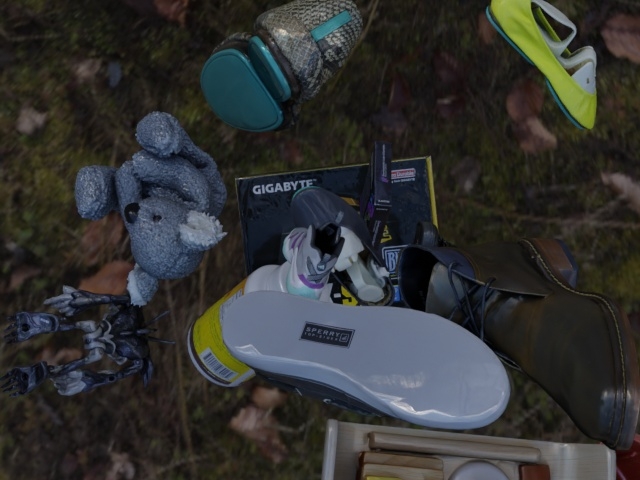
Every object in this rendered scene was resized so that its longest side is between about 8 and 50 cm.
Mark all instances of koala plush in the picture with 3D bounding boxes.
[{"bbox_3d":[-0.217,-0.027,1.622,0.196,0.221,0.203,-38,129,17],"label":"koala plush"}]

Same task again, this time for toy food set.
[{"bbox_3d":[0.134,0.287,1.052,0.306,0.092,0.220,9,78,-22],"label":"toy food set"}]

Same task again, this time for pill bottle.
[{"bbox_3d":[-0.084,0.111,1.574,0.117,0.117,0.215,41,132,-13],"label":"pill bottle"}]

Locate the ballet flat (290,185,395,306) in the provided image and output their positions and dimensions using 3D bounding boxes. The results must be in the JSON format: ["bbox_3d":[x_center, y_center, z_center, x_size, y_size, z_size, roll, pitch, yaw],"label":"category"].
[{"bbox_3d":[0.033,0.018,1.305,0.074,0.074,0.203,-21,137,16],"label":"ballet flat"}]

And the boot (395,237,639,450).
[{"bbox_3d":[0.108,0.056,0.665,0.106,0.219,0.082,4,108,-6],"label":"boot"}]

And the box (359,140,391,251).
[{"bbox_3d":[0.082,-0.055,1.712,0.029,0.116,0.162,4,148,-4],"label":"box"}]

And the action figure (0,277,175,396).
[{"bbox_3d":[-0.334,0.140,1.617,0.141,0.275,0.164,-6,88,31],"label":"action figure"}]

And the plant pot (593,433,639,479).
[{"bbox_3d":[0.331,0.419,1.588,0.265,0.272,0.272,-19,115,43],"label":"plant pot"}]

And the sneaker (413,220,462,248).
[{"bbox_3d":[0.156,0.022,1.397,0.089,0.051,0.170,5,157,0],"label":"sneaker"}]

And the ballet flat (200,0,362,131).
[{"bbox_3d":[-0.042,-0.258,1.644,0.182,0.483,0.164,-34,97,-13],"label":"ballet flat"}]

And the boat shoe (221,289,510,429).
[{"bbox_3d":[0.021,0.056,0.519,0.142,0.049,0.040,14,153,28],"label":"boat shoe"}]

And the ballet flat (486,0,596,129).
[{"bbox_3d":[0.307,-0.238,1.465,0.077,0.077,0.231,-31,116,31],"label":"ballet flat"}]

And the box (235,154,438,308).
[{"bbox_3d":[0.032,0.003,1.881,0.322,0.079,0.257,-6,97,-1],"label":"box"}]

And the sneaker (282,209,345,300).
[{"bbox_3d":[0.000,0.000,0.920,0.038,0.098,0.069,20,117,-18],"label":"sneaker"}]
